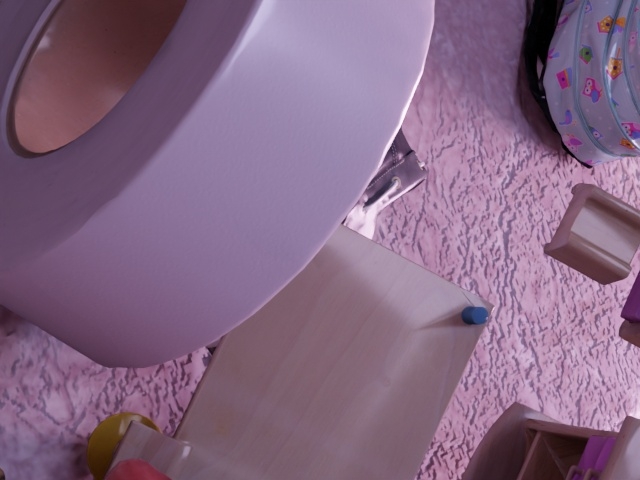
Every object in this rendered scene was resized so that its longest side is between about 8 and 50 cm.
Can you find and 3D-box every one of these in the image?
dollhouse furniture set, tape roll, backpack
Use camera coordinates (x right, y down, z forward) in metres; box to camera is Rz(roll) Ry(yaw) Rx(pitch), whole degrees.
[{"bbox_3d":[0.047,0.072,1.116,0.303,0.198,0.286,26,82,-13],"label":"dollhouse furniture set"},{"bbox_3d":[-0.076,-0.082,0.981,0.100,0.286,0.286,35,52,-31],"label":"tape roll"},{"bbox_3d":[0.230,-0.145,1.441,0.152,0.115,0.182,44,51,-28],"label":"backpack"}]

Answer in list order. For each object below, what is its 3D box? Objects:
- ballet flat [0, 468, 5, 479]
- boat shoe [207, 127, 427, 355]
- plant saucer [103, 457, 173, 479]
[{"bbox_3d":[-0.227,0.185,0.896,0.073,0.080,0.232,29,47,0],"label":"ballet flat"},{"bbox_3d":[0.000,0.000,1.174,0.079,0.084,0.233,52,42,-17],"label":"boat shoe"},{"bbox_3d":[-0.066,0.278,0.938,0.259,0.047,0.258,40,80,-29],"label":"plant saucer"}]
